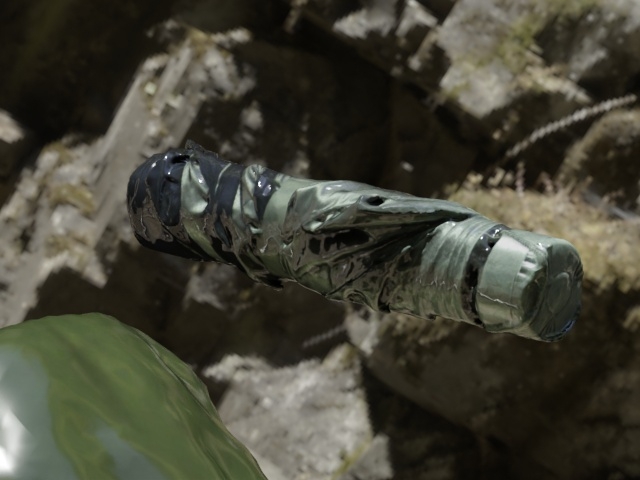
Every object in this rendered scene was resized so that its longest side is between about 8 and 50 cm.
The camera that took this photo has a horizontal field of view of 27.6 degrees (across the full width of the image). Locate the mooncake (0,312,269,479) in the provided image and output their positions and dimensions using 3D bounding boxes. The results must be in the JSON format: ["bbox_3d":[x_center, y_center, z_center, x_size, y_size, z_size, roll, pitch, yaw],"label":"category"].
[{"bbox_3d":[-0.172,0.218,0.672,0.194,0.356,0.356,44,17,20],"label":"mooncake"}]

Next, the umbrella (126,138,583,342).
[{"bbox_3d":[0.000,0.000,0.436,0.050,0.046,0.188,5,8,-46],"label":"umbrella"}]
